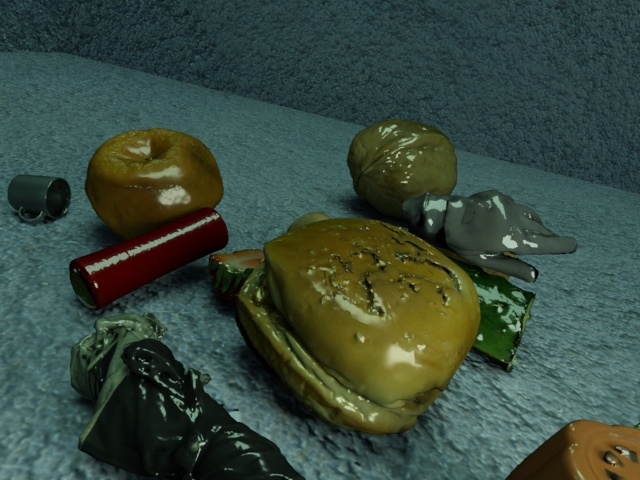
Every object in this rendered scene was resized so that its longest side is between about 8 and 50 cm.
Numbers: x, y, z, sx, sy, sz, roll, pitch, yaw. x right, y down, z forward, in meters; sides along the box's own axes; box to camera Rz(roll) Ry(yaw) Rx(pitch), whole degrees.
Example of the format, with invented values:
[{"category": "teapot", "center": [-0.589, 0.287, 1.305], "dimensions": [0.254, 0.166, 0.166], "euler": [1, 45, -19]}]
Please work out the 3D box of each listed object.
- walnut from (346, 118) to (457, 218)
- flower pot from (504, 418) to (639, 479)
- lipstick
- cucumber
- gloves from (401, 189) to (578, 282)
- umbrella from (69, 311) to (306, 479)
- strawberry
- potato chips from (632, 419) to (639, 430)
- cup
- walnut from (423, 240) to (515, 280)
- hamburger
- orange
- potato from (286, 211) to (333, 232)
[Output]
[{"category": "walnut", "center": [0.224, -0.197, 1.288], "dimensions": [0.312, 0.278, 0.251], "euler": [-11, 2, -36]}, {"category": "flower pot", "center": [0.229, 0.254, 0.373], "dimensions": [0.190, 0.173, 0.191], "euler": [12, 25, -6]}, {"category": "lipstick", "center": [-0.252, 0.020, 0.712], "dimensions": [0.080, 0.080, 0.241], "euler": [27, 39, 30]}, {"category": "cucumber", "center": [0.189, 0.083, 0.789], "dimensions": [0.325, 0.145, 0.105], "euler": [23, -6, 30]}, {"category": "gloves", "center": [0.274, -0.012, 0.773], "dimensions": [0.285, 0.143, 0.119], "euler": [9, -6, 8]}, {"category": "umbrella", "center": [-0.114, 0.185, 0.423], "dimensions": [0.357, 0.113, 0.106], "euler": [28, 5, 31]}, {"category": "strawberry", "center": [-0.107, 0.056, 0.763], "dimensions": [0.146, 0.082, 0.187], "euler": [21, 18, 22]}, {"category": "potato chips", "center": [0.420, 0.273, 0.462], "dimensions": [0.059, 0.167, 0.228], "euler": [49, 18, -22]}, {"category": "cup", "center": [-0.525, -0.075, 0.857], "dimensions": [0.076, 0.078, 0.100], "euler": [8, 54, 2]}, {"category": "walnut", "center": [0.284, 0.018, 0.925], "dimensions": [0.213, 0.214, 0.213], "euler": [11, 23, -5]}, {"category": "hamburger", "center": [0.055, 0.088, 0.615], "dimensions": [0.284, 0.174, 0.304], "euler": [34, 29, 21]}, {"category": "orange", "center": [-0.297, -0.090, 0.870], "dimensions": [0.248, 0.184, 0.249], "euler": [2, 40, -2]}, {"category": "potato", "center": [0.001, 0.002, 0.915], "dimensions": [0.112, 0.112, 0.147], "euler": [-9, 35, -41]}]
